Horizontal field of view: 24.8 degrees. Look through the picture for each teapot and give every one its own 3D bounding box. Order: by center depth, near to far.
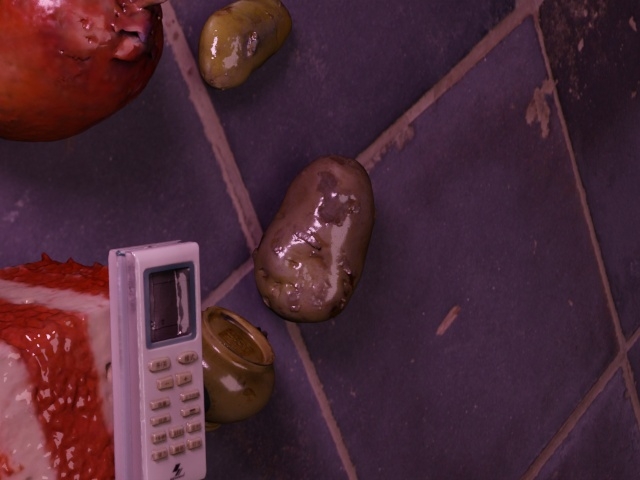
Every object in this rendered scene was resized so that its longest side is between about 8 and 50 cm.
[{"bbox_3d":[-0.157,0.194,2.019,0.182,0.173,0.269,-52,171,18],"label":"teapot"}]

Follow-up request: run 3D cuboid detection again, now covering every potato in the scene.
[{"bbox_3d":[-0.105,-0.284,2.039,0.188,0.085,0.105,-40,126,-43],"label":"potato"},{"bbox_3d":[0.000,0.000,2.153,0.165,0.165,0.262,39,71,-44],"label":"potato"}]

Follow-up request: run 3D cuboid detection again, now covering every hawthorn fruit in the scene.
[{"bbox_3d":[-0.290,-0.253,1.675,0.276,0.307,0.276,15,71,-50],"label":"hawthorn fruit"}]

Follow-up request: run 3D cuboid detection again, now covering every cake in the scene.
[{"bbox_3d":[-0.353,0.197,1.694,0.319,0.269,0.270,-26,114,-43],"label":"cake"}]

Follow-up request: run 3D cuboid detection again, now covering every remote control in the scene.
[{"bbox_3d":[-0.181,0.143,1.637,0.103,0.055,0.277,-10,102,-49],"label":"remote control"}]
